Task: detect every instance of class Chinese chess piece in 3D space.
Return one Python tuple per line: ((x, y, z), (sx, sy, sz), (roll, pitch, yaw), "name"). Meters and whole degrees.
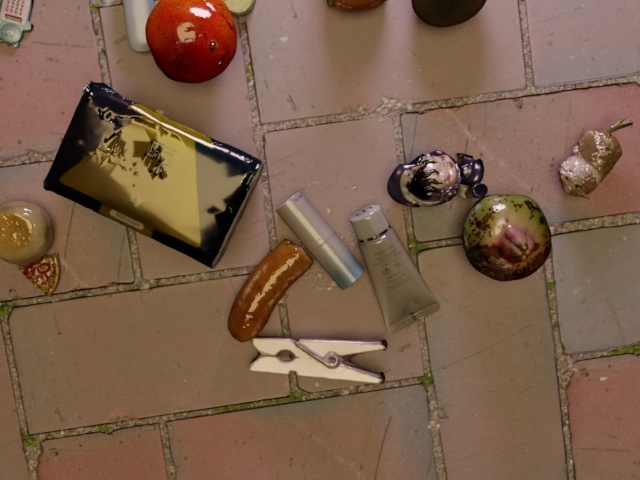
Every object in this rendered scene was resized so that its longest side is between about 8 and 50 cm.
((-0.191, -0.563, 1.834), (0.084, 0.034, 0.084), (0, 96, -1), "Chinese chess piece")

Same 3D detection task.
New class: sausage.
((-0.130, 0.121, 1.875), (0.108, 0.109, 0.271), (35, 93, -6), "sausage")

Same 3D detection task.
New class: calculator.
((-0.704, -0.517, 1.818), (0.094, 0.019, 0.141), (14, 95, -7), "calculator")

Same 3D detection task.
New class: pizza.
((-0.657, 0.088, 1.879), (0.100, 0.029, 0.099), (-19, 98, -1), "pizza")

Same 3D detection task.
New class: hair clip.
((-0.005, 0.282, 1.907), (0.330, 0.085, 0.101), (3, 94, 3), "hair clip")

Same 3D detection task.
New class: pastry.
((-0.702, -0.019, 1.836), (0.156, 0.092, 0.157), (0, 101, 1), "pastry")

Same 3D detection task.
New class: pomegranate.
((-0.289, -0.463, 1.758), (0.210, 0.210, 0.235), (-23, 64, -1), "pomegranate")
((0.439, 0.000, 1.820), (0.214, 0.248, 0.214), (-1, 102, -5), "pomegranate")

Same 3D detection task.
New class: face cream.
((0.168, 0.066, 1.898), (0.143, 0.089, 0.315), (-26, 105, -1), "face cream")
((0.000, 0.000, 1.880), (0.077, 0.077, 0.250), (-40, 95, 2), "face cream")

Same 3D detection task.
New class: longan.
((0.295, -0.574, 1.801), (0.187, 0.167, 0.167), (-36, 97, 23), "longan")

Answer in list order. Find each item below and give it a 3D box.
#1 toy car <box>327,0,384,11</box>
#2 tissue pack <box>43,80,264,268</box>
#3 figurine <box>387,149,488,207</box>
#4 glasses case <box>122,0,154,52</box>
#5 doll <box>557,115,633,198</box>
((0.083, -0.631, 1.749), (0.145, 0.235, 0.235), (-7, 96, -3), "toy car")
((-0.361, -0.147, 1.760), (0.416, 0.253, 0.264), (26, 94, -4), "tissue pack")
((0.266, -0.142, 1.866), (0.222, 0.145, 0.146), (-1, 96, -13), "figurine")
((-0.415, -0.523, 1.819), (0.067, 0.045, 0.179), (-6, 97, -2), "glasses case")
((0.649, -0.204, 1.879), (0.115, 0.105, 0.221), (28, 96, -43), "doll")
